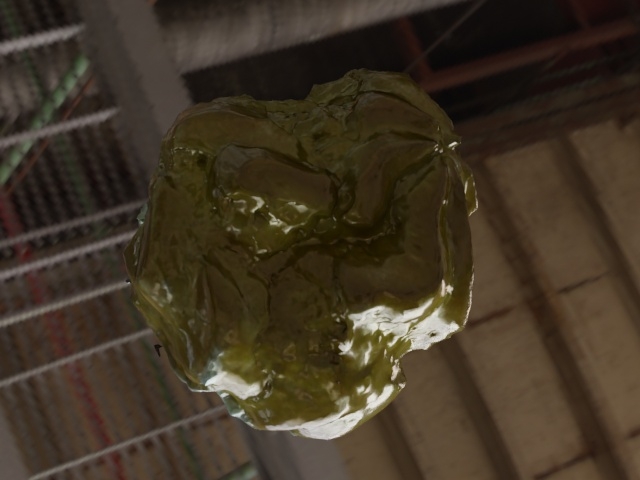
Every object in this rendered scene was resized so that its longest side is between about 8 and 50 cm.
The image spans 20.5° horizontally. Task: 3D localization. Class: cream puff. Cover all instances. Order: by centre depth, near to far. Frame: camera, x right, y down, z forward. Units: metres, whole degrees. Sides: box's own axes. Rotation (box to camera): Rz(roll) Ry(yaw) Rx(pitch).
[{"bbox_3d":[0.001,-0.001,0.719,0.156,0.156,0.121,-16,-134,-29],"label":"cream puff"}]
